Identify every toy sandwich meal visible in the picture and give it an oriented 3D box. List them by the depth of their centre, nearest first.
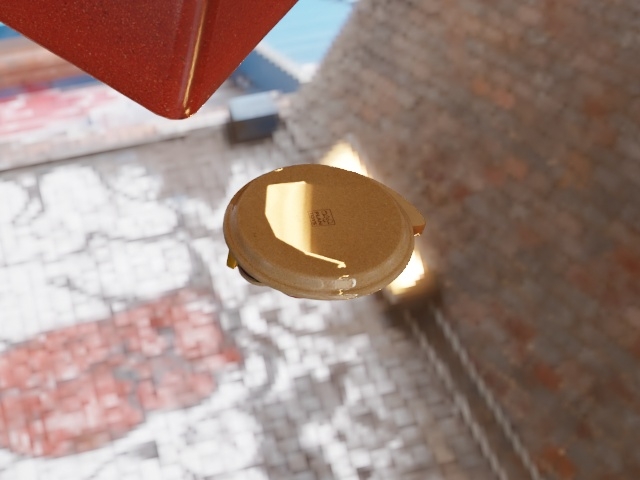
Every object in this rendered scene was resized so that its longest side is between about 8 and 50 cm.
[{"bbox_3d":[0.000,0.000,0.674,0.029,0.086,0.085,99,-22,-43],"label":"toy sandwich meal"}]

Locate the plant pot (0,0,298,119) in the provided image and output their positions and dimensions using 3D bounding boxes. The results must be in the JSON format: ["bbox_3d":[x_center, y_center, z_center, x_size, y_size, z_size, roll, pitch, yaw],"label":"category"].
[{"bbox_3d":[-0.102,-0.281,0.976,0.267,0.267,0.235,-53,171,-44],"label":"plant pot"}]
